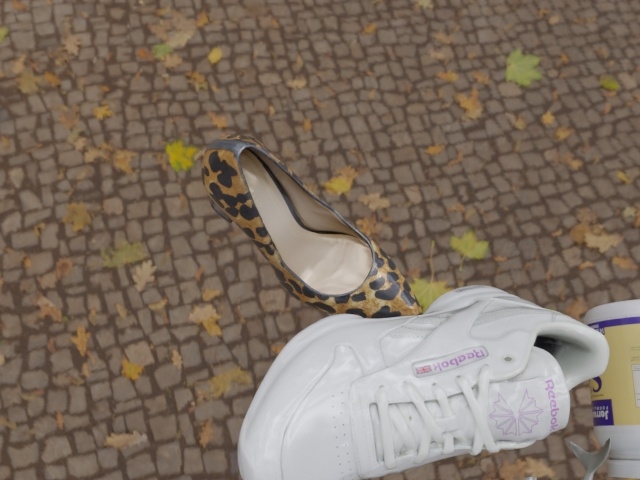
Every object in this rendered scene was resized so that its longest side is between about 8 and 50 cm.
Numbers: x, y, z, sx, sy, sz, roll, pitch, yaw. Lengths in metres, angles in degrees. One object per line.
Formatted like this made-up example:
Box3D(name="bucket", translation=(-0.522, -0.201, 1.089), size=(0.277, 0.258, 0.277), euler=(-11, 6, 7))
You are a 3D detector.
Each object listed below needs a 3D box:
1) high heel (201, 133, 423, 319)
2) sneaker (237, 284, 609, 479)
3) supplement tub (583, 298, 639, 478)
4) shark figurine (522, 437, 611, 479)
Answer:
Box3D(name="high heel", translation=(0.000, 0.000, 0.700), size=(0.261, 0.186, 0.093), euler=(32, 76, 1))
Box3D(name="sneaker", translation=(0.084, 0.105, 0.544), size=(0.305, 0.114, 0.152), euler=(-19, 17, -31))
Box3D(name="supplement tub", translation=(0.659, 0.295, 1.465), size=(0.241, 0.241, 0.331), euler=(2, 75, -5))
Box3D(name="shark figurine", translation=(0.429, 0.477, 1.351), size=(0.278, 0.116, 0.166), euler=(-18, 72, -11))
